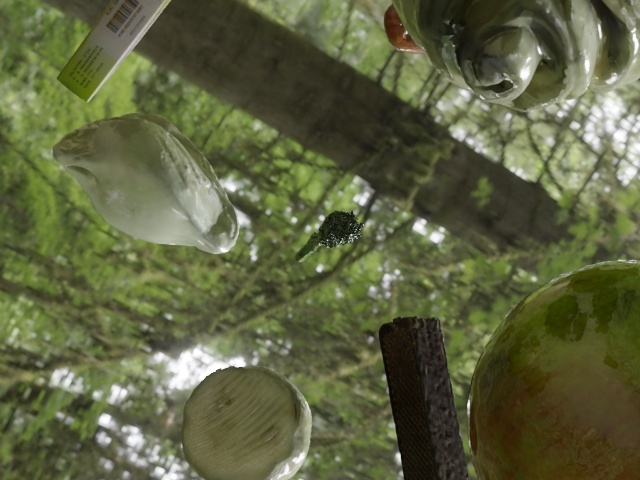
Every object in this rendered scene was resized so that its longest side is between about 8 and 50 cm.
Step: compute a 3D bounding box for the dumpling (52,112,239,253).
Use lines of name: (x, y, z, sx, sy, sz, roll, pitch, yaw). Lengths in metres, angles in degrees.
dumpling: (-0.203, -0.084, 1.354, 0.131, 0.252, 0.179, -61, -179, 33)

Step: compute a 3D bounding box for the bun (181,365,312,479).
bun: (-0.125, 0.339, 1.892, 0.239, 0.239, 0.141, -63, 158, -6)

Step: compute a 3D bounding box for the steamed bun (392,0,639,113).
steamed bun: (0.254, -0.302, 1.321, 0.247, 0.352, 0.339, -56, 177, -42)

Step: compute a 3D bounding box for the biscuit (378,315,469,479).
biscuit: (0.185, 0.321, 1.852, 0.107, 0.073, 0.388, -22, -104, 56)

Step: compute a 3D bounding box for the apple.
apple: (0.328, 0.183, 1.133, 0.339, 0.340, 0.339, -47, -155, 30)

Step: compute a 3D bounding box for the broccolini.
broccolini: (0.000, 0.000, 1.484, 0.054, 0.051, 0.239, -52, -172, -17)

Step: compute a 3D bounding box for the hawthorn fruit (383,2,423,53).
hawthorn fruit: (0.197, -0.446, 2.189, 0.132, 0.133, 0.138, -56, 169, 11)

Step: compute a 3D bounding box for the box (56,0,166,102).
box: (-0.269, -0.335, 1.558, 0.260, 0.062, 0.175, -38, -162, 42)
